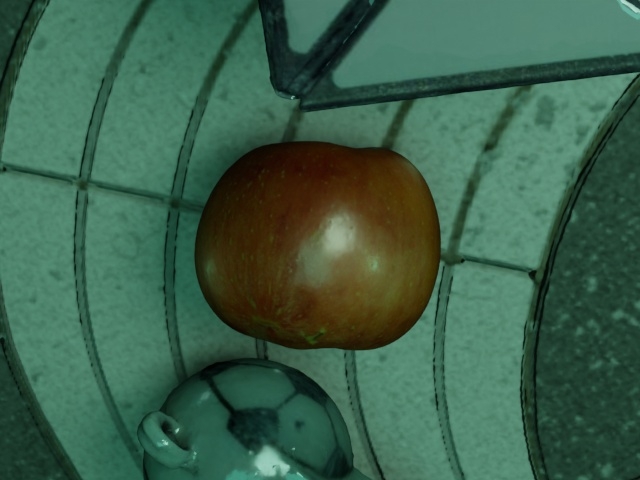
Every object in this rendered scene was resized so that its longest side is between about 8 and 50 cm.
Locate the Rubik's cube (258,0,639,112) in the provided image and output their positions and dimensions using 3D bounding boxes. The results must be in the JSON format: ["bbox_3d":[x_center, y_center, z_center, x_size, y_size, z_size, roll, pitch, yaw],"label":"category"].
[{"bbox_3d":[0.092,-0.241,1.007,0.254,0.259,0.260,-4,117,9],"label":"Rubik's cube"}]

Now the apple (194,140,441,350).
[{"bbox_3d":[0.000,0.000,1.174,0.163,0.163,0.139,6,101,3],"label":"apple"}]

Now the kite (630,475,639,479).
[{"bbox_3d":[0.344,0.140,1.277,0.267,0.013,0.323,-22,109,14],"label":"kite"}]

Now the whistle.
[{"bbox_3d":[-0.029,0.170,1.273,0.163,0.163,0.289,-41,142,20],"label":"whistle"}]
